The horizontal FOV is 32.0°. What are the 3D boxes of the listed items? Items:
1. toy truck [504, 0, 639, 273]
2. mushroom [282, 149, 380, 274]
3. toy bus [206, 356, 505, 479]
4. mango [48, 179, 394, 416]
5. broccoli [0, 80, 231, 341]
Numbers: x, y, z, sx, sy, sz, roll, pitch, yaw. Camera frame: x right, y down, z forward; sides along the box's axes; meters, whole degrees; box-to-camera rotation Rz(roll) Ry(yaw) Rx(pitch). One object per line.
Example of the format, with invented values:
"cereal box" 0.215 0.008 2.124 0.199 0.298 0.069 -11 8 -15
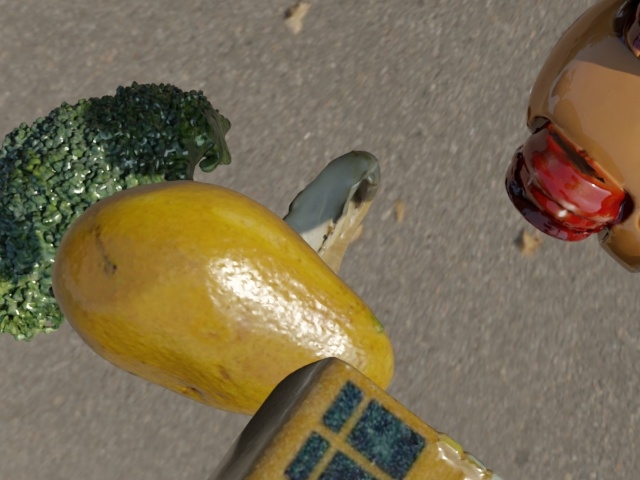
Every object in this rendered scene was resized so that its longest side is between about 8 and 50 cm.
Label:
"toy truck" 0.280 -0.065 0.747 0.265 0.239 0.189 42 127 8
"mushroom" -0.002 0.000 1.201 0.072 0.094 0.210 20 74 22
"toy bus" -0.023 0.133 0.334 0.103 0.182 0.091 38 156 -4
"mango" -0.058 0.042 0.706 0.227 0.109 0.147 22 120 -3
"broccoli" -0.274 -0.045 1.349 0.249 0.302 0.375 37 80 8
